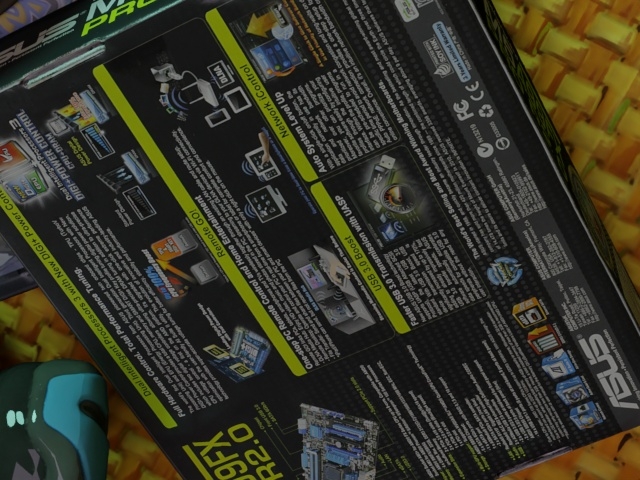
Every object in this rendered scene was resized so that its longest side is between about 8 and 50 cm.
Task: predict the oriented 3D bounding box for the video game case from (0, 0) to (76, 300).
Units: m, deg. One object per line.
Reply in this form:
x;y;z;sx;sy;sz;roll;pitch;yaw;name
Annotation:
-0.103;-0.132;0.662;0.248;0.035;0.275;-20;104;13;video game case

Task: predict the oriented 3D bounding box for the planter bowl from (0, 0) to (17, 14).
-0.190;-0.145;0.593;0.162;0.109;0.162;3;109;7;planter bowl

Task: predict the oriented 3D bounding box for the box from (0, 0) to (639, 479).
0.000;0.000;0.649;0.216;0.060;0.270;-24;119;16;box

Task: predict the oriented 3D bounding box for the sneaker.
-0.198;0.161;0.697;0.139;0.125;0.341;21;133;-20;sneaker
